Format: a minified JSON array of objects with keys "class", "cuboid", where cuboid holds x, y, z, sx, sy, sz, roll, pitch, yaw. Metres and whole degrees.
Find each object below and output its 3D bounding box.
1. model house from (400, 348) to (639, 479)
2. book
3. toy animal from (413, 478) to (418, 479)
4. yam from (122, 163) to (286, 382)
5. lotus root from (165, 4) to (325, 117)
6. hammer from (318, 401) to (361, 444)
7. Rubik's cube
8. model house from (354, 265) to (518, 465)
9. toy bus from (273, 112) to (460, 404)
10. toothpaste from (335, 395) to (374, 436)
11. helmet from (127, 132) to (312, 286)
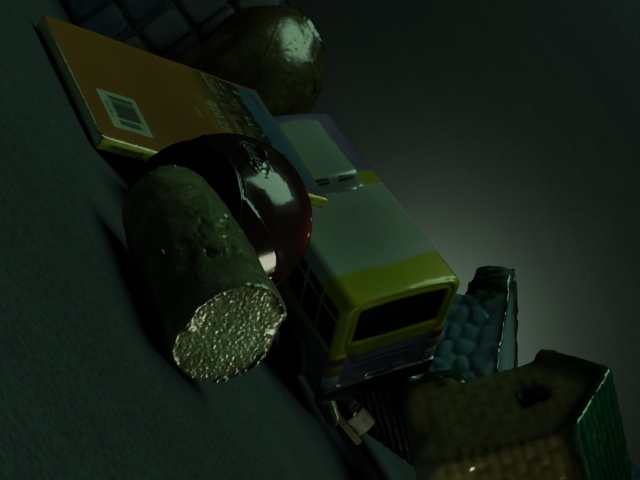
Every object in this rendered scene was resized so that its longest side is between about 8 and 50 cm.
[{"class":"model house","cuboid":[0.329,0.361,1.378,0.334,0.343,0.382,-91,163,-67]},{"class":"book","cuboid":[-0.178,-0.168,1.279,0.374,0.028,0.262,14,33,-44]},{"class":"toy animal","cuboid":[0.183,0.477,1.707,0.176,0.073,0.217,49,1,41]},{"class":"yam","cuboid":[-0.112,0.022,0.857,0.194,0.107,0.107,56,1,44]},{"class":"lotus root","cuboid":[-0.151,-0.255,1.622,0.250,0.346,0.250,52,-6,8]},{"class":"hammer","cuboid":[0.043,0.309,1.567,0.060,0.028,0.195,64,4,36]},{"class":"Rubik's cube","cuboid":[-0.275,-0.455,1.793,0.337,0.344,0.344,57,3,28]},{"class":"model house","cuboid":[0.175,0.238,1.717,0.360,0.339,0.297,75,23,-47]},{"class":"toy bus","cuboid":[0.000,0.000,1.464,0.440,0.209,0.249,56,-34,37]},{"class":"toothpaste","cuboid":[0.019,0.258,1.676,0.193,0.045,0.071,51,-7,-9]},{"class":"helmet","cuboid":[-0.107,-0.025,1.105,0.189,0.193,0.216,55,-29,27]}]
